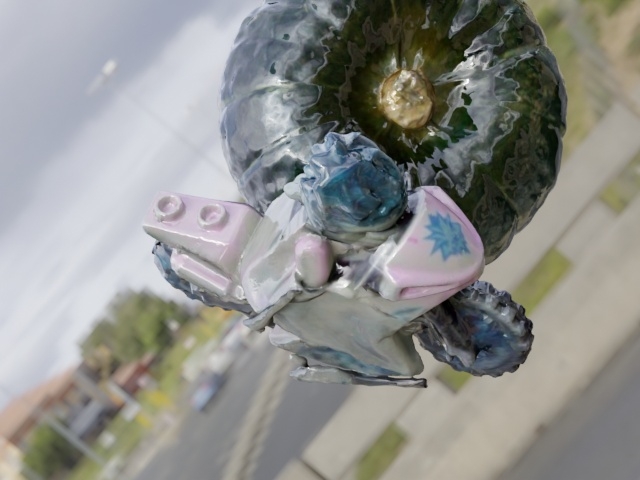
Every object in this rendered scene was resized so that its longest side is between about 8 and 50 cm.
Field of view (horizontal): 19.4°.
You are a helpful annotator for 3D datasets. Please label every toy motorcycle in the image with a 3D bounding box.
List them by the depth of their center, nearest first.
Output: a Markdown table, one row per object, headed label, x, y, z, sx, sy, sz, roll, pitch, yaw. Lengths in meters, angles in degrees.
| label | x | y | z | sx | sy | sz | roll | pitch | yaw |
| --- | --- | --- | --- | --- | --- | --- | --- | --- | --- |
| toy motorcycle | 0.002 | -0.005 | 1.091 | 0.204 | 0.239 | 0.108 | 76 | -163 | -54 |

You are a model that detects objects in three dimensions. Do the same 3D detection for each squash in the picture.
| label | x | y | z | sx | sy | sz | roll | pitch | yaw |
| --- | --- | --- | --- | --- | --- | --- | --- | --- | --- |
| squash | 0.053 | -0.090 | 1.345 | 0.252 | 0.252 | 0.165 | -50 | 9 | -15 |
